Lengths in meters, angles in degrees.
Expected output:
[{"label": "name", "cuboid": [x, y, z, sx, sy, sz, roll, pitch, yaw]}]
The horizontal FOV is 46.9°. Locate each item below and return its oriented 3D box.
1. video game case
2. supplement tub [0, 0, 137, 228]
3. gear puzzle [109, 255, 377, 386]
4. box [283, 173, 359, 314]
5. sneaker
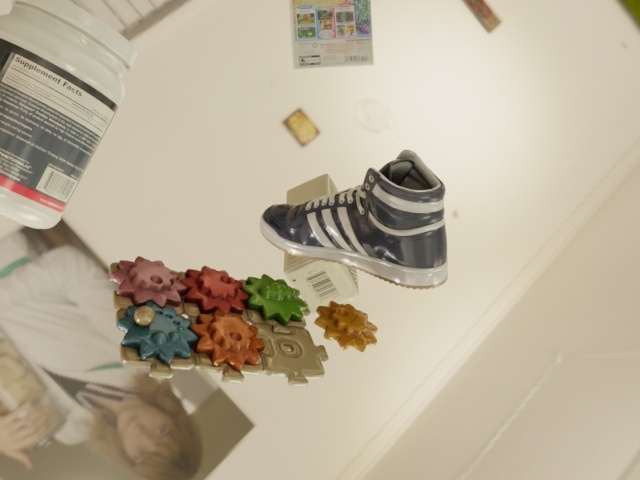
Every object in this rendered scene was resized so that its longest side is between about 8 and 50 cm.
[{"label": "video game case", "cuboid": [0.021, -0.402, 1.408, 0.157, 0.143, 0.019, -5, -170, -7]}, {"label": "supplement tub", "cuboid": [-0.379, -0.170, 0.971, 0.272, 0.191, 0.191, -64, -172, -5]}, {"label": "gear puzzle", "cuboid": [-0.070, 0.090, 0.863, 0.044, 0.339, 0.175, -63, -148, 30]}, {"label": "box", "cuboid": [0.000, 0.000, 1.333, 0.094, 0.113, 0.275, -24, -148, 15]}, {"label": "sneaker", "cuboid": [0.039, -0.047, 0.956, 0.282, 0.153, 0.099, 17, -148, 31]}]
